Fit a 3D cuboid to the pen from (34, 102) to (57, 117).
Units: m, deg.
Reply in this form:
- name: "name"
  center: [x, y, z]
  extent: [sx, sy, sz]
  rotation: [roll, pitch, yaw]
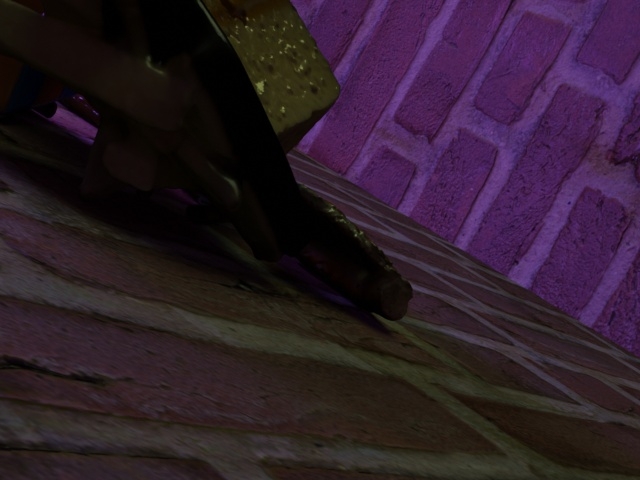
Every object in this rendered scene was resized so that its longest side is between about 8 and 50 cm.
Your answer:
- name: "pen"
  center: [-0.445, -0.226, 1.751]
  extent: [0.239, 0.028, 0.028]
  rotation: [32, 7, 24]

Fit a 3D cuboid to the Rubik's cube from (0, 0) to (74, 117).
- name: "Rubik's cube"
  center: [-0.411, -0.352, 1.592]
  extent: [0.291, 0.292, 0.290]
  rotation: [26, 13, 0]

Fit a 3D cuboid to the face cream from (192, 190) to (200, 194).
- name: "face cream"
  center: [-0.179, -0.101, 1.792]
  extent: [0.072, 0.051, 0.182]
  rotation: [10, 9, -17]

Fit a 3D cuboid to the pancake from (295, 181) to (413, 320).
- name: "pancake"
  center: [0.000, 0.000, 1.554]
  extent: [0.266, 0.057, 0.244]
  rotation: [32, -12, 40]

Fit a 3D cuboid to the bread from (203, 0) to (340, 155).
- name: "bread"
  center: [-0.170, -0.218, 1.685]
  extent: [0.346, 0.405, 0.242]
  rotation: [52, 47, -4]

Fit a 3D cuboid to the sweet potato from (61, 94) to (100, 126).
- name: "sweet potato"
  center: [-0.330, -0.205, 1.921]
  extent: [0.273, 0.075, 0.075]
  rotation: [27, 5, 28]

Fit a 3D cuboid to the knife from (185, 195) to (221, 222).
- name: "knife"
  center: [-0.130, -0.046, 1.714]
  extent: [0.061, 0.027, 0.343]
  rotation: [26, 6, 9]

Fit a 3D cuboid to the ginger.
- name: "ginger"
  center: [-0.200, -0.139, 1.383]
  extent: [0.413, 0.211, 0.358]
  rotation: [63, -8, -28]
